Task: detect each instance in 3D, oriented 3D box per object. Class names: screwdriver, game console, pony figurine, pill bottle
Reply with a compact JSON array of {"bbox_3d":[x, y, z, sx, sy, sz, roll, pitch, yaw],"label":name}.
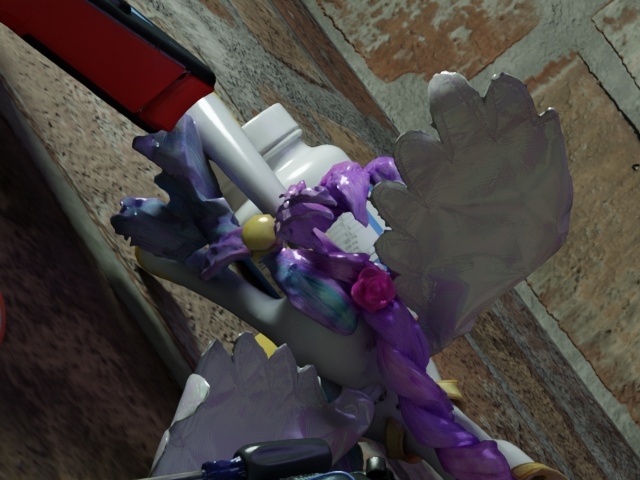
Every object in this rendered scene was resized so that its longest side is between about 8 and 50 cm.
[{"bbox_3d":[-0.070,0.112,0.801,0.170,0.024,0.025,-1,27,-28],"label":"screwdriver"},{"bbox_3d":[-0.253,-0.222,0.988,0.386,0.060,0.342,40,1,38],"label":"game console"},{"bbox_3d":[0.018,0.054,1.019,0.363,0.303,0.351,41,-7,41],"label":"pony figurine"},{"bbox_3d":[0.000,0.000,1.368,0.221,0.124,0.124,52,11,0],"label":"pill bottle"}]

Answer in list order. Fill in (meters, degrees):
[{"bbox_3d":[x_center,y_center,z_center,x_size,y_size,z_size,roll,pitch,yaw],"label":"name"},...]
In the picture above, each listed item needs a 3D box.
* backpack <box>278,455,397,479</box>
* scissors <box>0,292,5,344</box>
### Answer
[{"bbox_3d":[-0.019,0.166,0.785,0.084,0.114,0.105,17,56,-62],"label":"backpack"},{"bbox_3d":[-0.217,0.028,0.657,0.297,0.021,0.109,-22,102,-67],"label":"scissors"}]
